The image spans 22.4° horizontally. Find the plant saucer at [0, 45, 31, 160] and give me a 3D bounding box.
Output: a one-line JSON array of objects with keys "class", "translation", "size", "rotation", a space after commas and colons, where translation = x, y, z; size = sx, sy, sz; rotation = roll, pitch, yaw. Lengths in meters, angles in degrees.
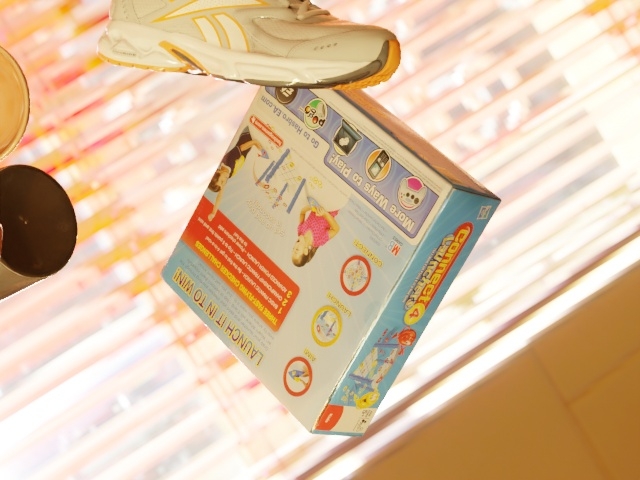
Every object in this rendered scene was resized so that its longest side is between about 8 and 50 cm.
[{"class": "plant saucer", "translation": [-0.519, -0.205, 2.418], "size": [0.200, 0.200, 0.037], "rotation": [-32, -6, 18]}]

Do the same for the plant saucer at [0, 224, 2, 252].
[{"class": "plant saucer", "translation": [-0.262, 0.027, 1.257], "size": [0.013, 0.083, 0.083], "rotation": [9, -2, -4]}]

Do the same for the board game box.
[{"class": "board game box", "translation": [0.000, 0.000, 1.737], "size": [0.086, 0.308, 0.302], "rotation": [11, -66, -47]}]

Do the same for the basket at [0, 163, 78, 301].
[{"class": "basket", "translation": [-0.386, 0.003, 1.799], "size": [0.227, 0.154, 0.204], "rotation": [-18, 31, 43]}]

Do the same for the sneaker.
[{"class": "sneaker", "translation": [-0.057, -0.179, 1.221], "size": [0.262, 0.121, 0.099], "rotation": [11, 8, 28]}]
